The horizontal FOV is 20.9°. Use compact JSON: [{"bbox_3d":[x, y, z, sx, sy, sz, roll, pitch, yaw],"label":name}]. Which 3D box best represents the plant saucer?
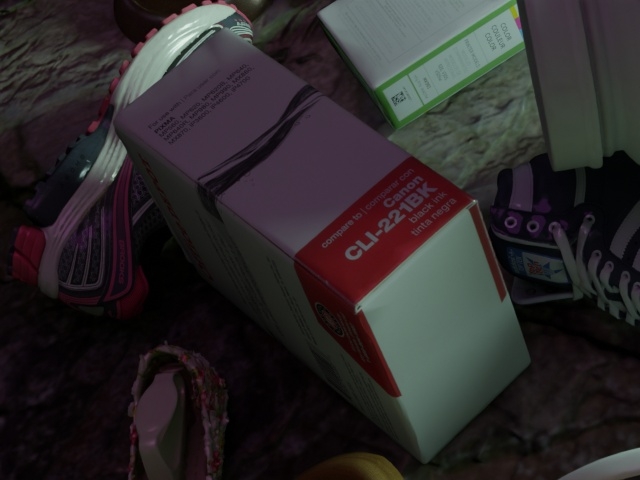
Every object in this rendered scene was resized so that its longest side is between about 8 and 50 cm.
[{"bbox_3d":[-0.112,-0.241,1.561,0.168,0.029,0.168,-11,51,14],"label":"plant saucer"}]

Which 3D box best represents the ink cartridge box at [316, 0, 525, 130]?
[{"bbox_3d":[0.114,-0.192,1.400,0.209,0.062,0.109,-34,49,1],"label":"ink cartridge box"}]

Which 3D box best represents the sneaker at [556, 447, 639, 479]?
[{"bbox_3d":[0.262,0.206,1.015,0.295,0.104,0.147,0,50,13],"label":"sneaker"}]

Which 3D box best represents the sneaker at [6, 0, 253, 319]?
[{"bbox_3d":[-0.132,-0.065,1.392,0.112,0.121,0.299,28,64,3],"label":"sneaker"}]

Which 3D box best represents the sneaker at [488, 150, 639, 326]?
[{"bbox_3d":[0.210,0.027,1.181,0.153,0.099,0.282,-20,43,-1],"label":"sneaker"}]

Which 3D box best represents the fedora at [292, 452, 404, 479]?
[{"bbox_3d":[0.009,0.232,1.099,0.194,0.079,0.194,-36,37,32],"label":"fedora"}]

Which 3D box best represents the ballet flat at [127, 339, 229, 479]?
[{"bbox_3d":[-0.110,0.175,1.210,0.091,0.077,0.241,-13,51,11],"label":"ballet flat"}]

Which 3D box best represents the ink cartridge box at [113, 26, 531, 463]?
[{"bbox_3d":[0.000,0.000,1.221,0.114,0.197,0.273,-42,51,-14],"label":"ink cartridge box"}]

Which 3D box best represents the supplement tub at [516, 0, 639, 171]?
[{"bbox_3d":[0.294,-0.175,1.117,0.331,0.241,0.241,-11,51,7],"label":"supplement tub"}]
